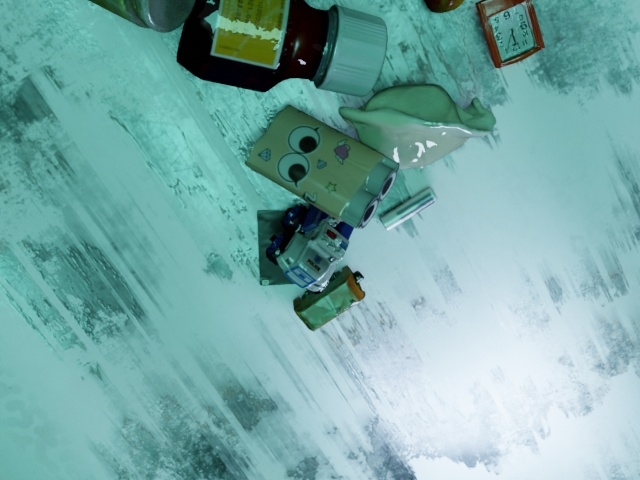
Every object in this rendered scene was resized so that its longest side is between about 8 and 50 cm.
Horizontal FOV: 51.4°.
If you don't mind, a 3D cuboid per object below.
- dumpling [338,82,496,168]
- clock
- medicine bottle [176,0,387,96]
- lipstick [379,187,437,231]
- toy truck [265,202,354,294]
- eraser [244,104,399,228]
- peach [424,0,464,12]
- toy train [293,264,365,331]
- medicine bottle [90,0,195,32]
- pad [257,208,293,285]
[{"bbox_3d":[0.207,-0.232,1.401,0.318,0.243,0.187,-6,110,-15],"label":"dumpling"},{"bbox_3d":[0.407,-0.462,1.437,0.113,0.061,0.155,-23,111,4],"label":"clock"},{"bbox_3d":[-0.073,-0.405,1.346,0.395,0.242,0.243,11,108,-21],"label":"medicine bottle"},{"bbox_3d":[0.208,-0.074,1.562,0.141,0.040,0.040,-32,107,7],"label":"lipstick"},{"bbox_3d":[0.000,0.000,1.485,0.161,0.213,0.177,39,142,-19],"label":"toy truck"},{"bbox_3d":[0.004,-0.156,1.421,0.290,0.087,0.171,31,79,16],"label":"eraser"},{"bbox_3d":[0.260,-0.526,1.385,0.100,0.101,0.101,-1,108,-3],"label":"peach"},{"bbox_3d":[0.022,0.136,1.589,0.188,0.099,0.072,-33,106,8],"label":"toy train"},{"bbox_3d":[-0.394,-0.514,1.247,0.322,0.151,0.151,31,106,20],"label":"medicine bottle"},{"bbox_3d":[-0.092,0.018,1.594,0.116,0.004,0.193,-1,107,-4],"label":"pad"}]
